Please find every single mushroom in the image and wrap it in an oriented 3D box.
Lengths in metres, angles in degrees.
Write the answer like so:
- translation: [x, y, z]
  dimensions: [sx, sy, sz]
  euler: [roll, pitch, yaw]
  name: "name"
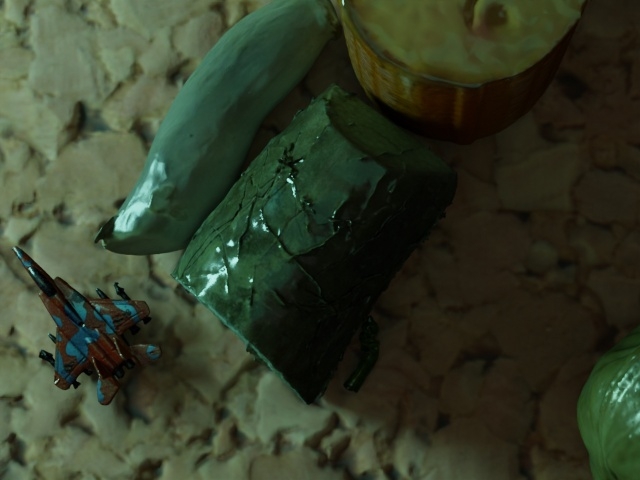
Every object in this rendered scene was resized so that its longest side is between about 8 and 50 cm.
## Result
- translation: [-0.104, -0.123, 1.401]
  dimensions: [0.109, 0.097, 0.351]
  euler: [34, 88, 24]
  name: "mushroom"

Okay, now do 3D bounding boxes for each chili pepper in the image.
- translation: [0.047, 0.118, 1.409]
  dimensions: [0.027, 0.022, 0.083]
  euler: [16, 93, 5]
  name: "chili pepper"

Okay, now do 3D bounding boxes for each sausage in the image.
- translation: [0.131, -0.227, 1.284]
  dimensions: [0.233, 0.287, 0.233]
  euler: [0, 83, 3]
  name: "sausage"

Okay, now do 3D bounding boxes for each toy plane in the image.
- translation: [-0.258, 0.077, 1.427]
  dimensions: [0.130, 0.061, 0.189]
  euler: [-42, 79, 4]
  name: "toy plane"

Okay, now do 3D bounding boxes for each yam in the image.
- translation: [-0.002, -0.002, 1.342]
  dimensions: [0.202, 0.201, 0.271]
  euler: [39, 85, 6]
  name: "yam"

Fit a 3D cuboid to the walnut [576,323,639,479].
- translation: [0.384, 0.177, 1.240]
  dimensions: [0.277, 0.282, 0.253]
  euler: [-32, 92, 5]
  name: "walnut"
